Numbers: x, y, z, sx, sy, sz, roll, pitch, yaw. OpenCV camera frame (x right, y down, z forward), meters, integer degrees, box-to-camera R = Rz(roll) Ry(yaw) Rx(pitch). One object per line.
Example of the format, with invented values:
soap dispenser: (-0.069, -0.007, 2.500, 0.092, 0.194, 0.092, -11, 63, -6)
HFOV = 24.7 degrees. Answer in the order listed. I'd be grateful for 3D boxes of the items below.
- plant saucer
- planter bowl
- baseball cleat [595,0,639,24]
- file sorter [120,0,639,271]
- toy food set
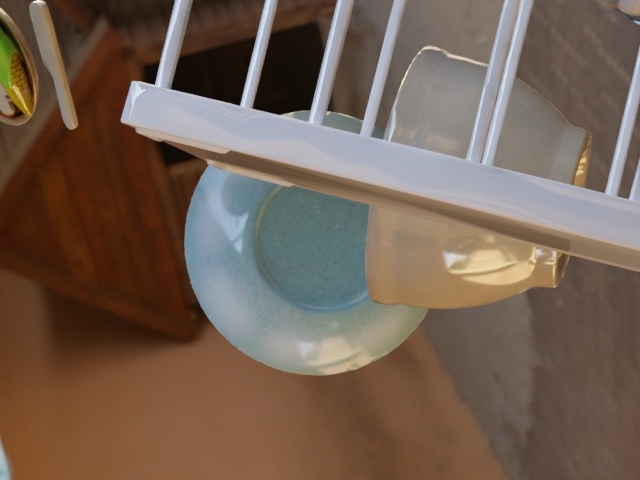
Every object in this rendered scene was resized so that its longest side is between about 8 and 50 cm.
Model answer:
plant saucer: (0.000, 0.000, 1.050, 0.037, 0.195, 0.195, 152, 102, -80)
planter bowl: (0.102, -0.029, 0.885, 0.162, 0.109, 0.162, 13, -90, -76)
baseball cleat: (0.207, -0.217, 0.809, 0.109, 0.072, 0.206, 34, 132, 19)
file sorter: (0.086, -0.089, 0.649, 0.193, 0.278, 0.173, 12, -88, -83)
toy food set: (-0.289, -0.154, 1.235, 0.192, 0.038, 0.132, 17, 130, 41)
